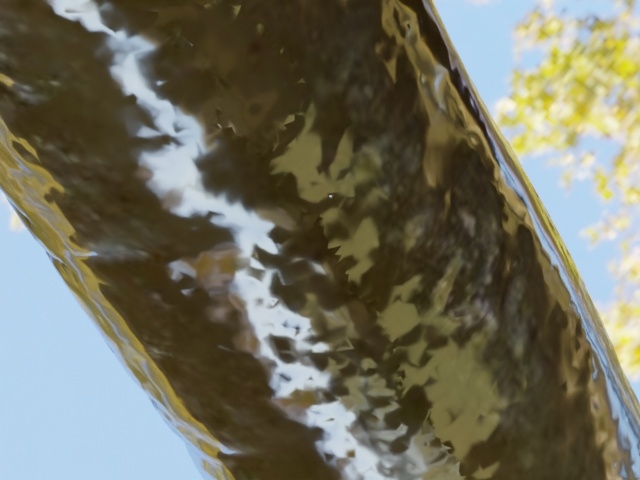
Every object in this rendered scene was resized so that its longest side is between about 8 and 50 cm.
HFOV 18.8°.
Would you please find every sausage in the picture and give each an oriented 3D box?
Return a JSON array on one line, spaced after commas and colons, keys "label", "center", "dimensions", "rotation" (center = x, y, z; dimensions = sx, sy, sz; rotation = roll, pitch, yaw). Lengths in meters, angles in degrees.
[{"label": "sausage", "center": [-0.001, -0.001, 0.507], "dimensions": [0.123, 0.136, 0.501], "rotation": [-38, -58, -13]}]
